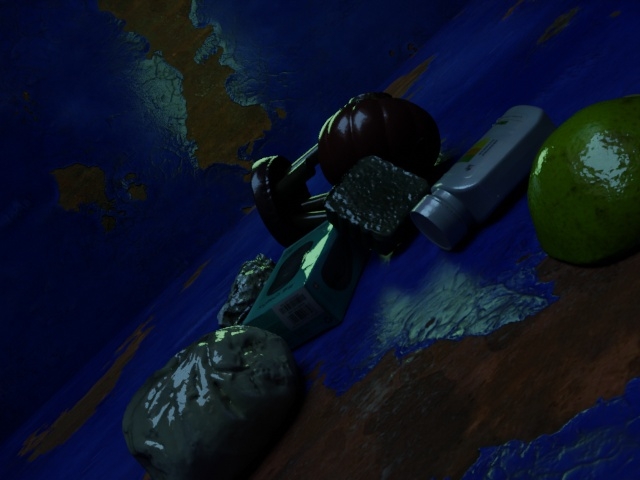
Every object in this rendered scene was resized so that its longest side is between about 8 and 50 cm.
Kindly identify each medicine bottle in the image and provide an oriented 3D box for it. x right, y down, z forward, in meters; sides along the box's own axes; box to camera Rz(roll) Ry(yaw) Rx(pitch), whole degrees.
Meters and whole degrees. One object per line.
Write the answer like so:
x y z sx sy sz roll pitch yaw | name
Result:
0.303 -0.119 1.445 0.296 0.111 0.161 -46 14 -8 | medicine bottle

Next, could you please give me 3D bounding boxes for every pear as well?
0.388 -0.079 1.069 0.288 0.139 0.239 -36 24 33 | pear

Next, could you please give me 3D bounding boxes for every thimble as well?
-0.162 0.198 1.887 0.104 0.066 0.095 -50 13 -30 | thimble

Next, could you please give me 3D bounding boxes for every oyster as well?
-0.197 0.133 2.090 0.198 0.112 0.267 -41 17 7 | oyster

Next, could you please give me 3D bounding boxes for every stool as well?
-0.047 -0.124 2.097 0.179 0.272 0.272 -22 21 23 | stool

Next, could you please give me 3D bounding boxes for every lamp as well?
0.141 -0.224 1.888 0.303 0.257 0.303 -10 -12 -2 | lamp

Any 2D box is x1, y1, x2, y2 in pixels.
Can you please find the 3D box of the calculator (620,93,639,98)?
0.493 -0.185 1.276 0.157 0.033 0.236 -42 12 9 | calculator

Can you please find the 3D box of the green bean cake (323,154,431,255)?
0.123 -0.079 1.685 0.183 0.185 0.094 -50 -23 -22 | green bean cake

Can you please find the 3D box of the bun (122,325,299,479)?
-0.210 0.292 1.428 0.360 0.211 0.359 -40 12 11 | bun

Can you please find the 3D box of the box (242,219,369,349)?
-0.024 0.093 1.708 0.205 0.118 0.311 -32 18 33 | box
